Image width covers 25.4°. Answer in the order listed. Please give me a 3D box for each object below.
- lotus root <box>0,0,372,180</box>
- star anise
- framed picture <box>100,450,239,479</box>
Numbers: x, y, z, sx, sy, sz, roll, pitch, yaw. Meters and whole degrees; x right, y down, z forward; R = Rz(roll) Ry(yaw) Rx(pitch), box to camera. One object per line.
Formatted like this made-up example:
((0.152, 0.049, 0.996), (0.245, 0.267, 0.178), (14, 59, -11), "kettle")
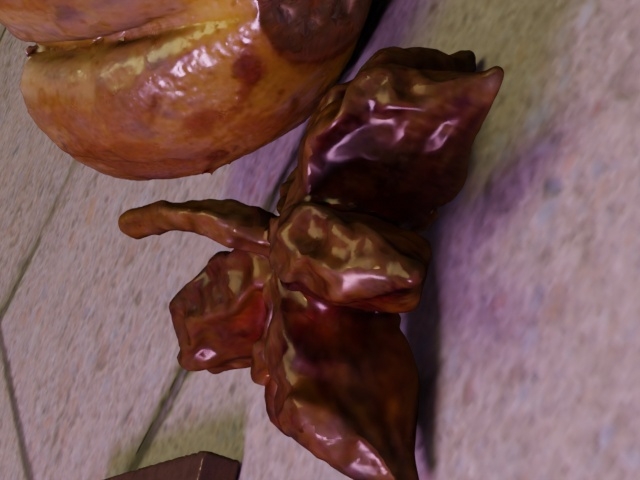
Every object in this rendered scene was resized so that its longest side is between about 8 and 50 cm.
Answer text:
((-0.061, -0.127, 0.733), (0.180, 0.188, 0.199), (15, 81, 51), "lotus root")
((0.004, 0.005, 0.583), (0.212, 0.111, 0.196), (-51, 36, 18), "star anise")
((-0.102, 0.182, 0.730), (0.168, 0.023, 0.128), (-26, 46, 55), "framed picture")
